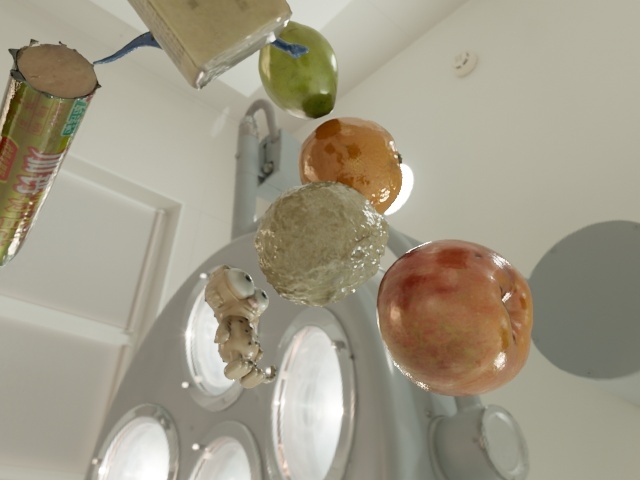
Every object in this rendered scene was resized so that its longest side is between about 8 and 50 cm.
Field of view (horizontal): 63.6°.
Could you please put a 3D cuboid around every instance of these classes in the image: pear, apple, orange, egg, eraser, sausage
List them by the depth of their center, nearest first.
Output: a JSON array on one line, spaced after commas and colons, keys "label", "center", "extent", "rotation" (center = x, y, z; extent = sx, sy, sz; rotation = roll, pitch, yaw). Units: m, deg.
[{"label": "sausage", "center": [-0.351, -0.061, 0.586], "extent": [0.371, 0.082, 0.082], "rotation": [-42, -141, 38]}, {"label": "eraser", "center": [-0.192, -0.357, 0.592], "extent": [0.144, 0.343, 0.078], "rotation": [-39, -170, -17]}, {"label": "apple", "center": [0.175, 0.098, 0.653], "extent": [0.164, 0.209, 0.209], "rotation": [-21, -128, 36]}, {"label": "egg", "center": [0.000, 0.000, 1.114], "extent": [0.279, 0.310, 0.279], "rotation": [35, -42, 39]}, {"label": "pear", "center": [-0.056, -0.448, 1.377], "extent": [0.212, 0.269, 0.212], "rotation": [-23, -148, 15]}, {"label": "orange", "center": [0.086, -0.194, 1.449], "extent": [0.312, 0.312, 0.312], "rotation": [-33, -135, 39]}]

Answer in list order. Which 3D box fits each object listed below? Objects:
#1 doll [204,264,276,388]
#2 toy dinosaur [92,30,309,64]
[{"label": "doll", "center": [-0.170, 0.178, 1.093], "extent": [0.119, 0.154, 0.278], "rotation": [-34, -131, 16]}, {"label": "toy dinosaur", "center": [-0.171, -0.319, 0.782], "extent": [0.329, 0.076, 0.144], "rotation": [2, -122, 9]}]
